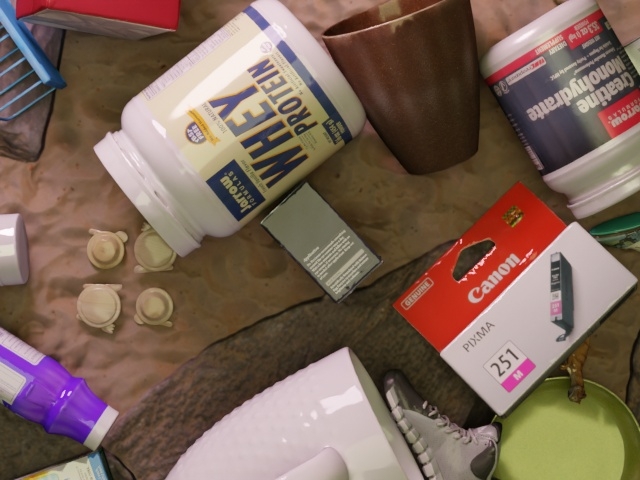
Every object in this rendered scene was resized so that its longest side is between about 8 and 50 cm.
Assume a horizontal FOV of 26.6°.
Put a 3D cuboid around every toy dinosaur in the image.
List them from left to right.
[{"bbox_3d":[0.375,0.138,1.988,0.112,0.064,0.212,21,71,-6],"label":"toy dinosaur"}]

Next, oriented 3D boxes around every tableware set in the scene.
[{"bbox_3d":[-0.281,0.055,1.979,0.141,0.020,0.169,6,92,0],"label":"tableware set"}]

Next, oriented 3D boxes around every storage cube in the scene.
[{"bbox_3d":[-0.304,-0.390,1.864,0.214,0.183,0.193,5,91,-26],"label":"storage cube"}]

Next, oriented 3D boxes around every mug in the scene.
[{"bbox_3d":[-0.048,0.339,1.817,0.328,0.374,0.276,-28,83,3],"label":"mug"}]

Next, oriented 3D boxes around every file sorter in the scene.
[{"bbox_3d":[-0.460,-0.265,1.921,0.104,0.118,0.170,-35,92,3],"label":"file sorter"}]

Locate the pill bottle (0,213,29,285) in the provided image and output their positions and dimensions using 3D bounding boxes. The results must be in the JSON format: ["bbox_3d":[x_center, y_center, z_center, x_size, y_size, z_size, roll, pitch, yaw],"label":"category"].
[{"bbox_3d":[-0.543,0.023,1.910,0.245,0.136,0.136,-5,91,-2],"label":"pill bottle"}]

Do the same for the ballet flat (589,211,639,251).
[{"bbox_3d":[0.488,-0.018,1.984,0.188,0.070,0.070,-21,92,2],"label":"ballet flat"}]

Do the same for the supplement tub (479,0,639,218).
[{"bbox_3d":[0.365,-0.188,1.911,0.191,0.191,0.272,-31,91,-1],"label":"supplement tub"}]

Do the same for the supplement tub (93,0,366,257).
[{"bbox_3d":[-0.126,-0.153,1.873,0.325,0.235,0.235,-39,92,-1],"label":"supplement tub"}]

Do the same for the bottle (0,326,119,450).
[{"bbox_3d":[-0.423,0.199,1.927,0.282,0.118,0.092,33,87,-3],"label":"bottle"}]

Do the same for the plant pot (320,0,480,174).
[{"bbox_3d":[0.139,-0.218,1.910,0.215,0.215,0.230,-20,105,-1],"label":"plant pot"}]

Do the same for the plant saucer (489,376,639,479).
[{"bbox_3d":[0.356,0.319,1.995,0.240,0.037,0.241,0,90,-2],"label":"plant saucer"}]

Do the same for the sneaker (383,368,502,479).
[{"bbox_3d":[0.191,0.268,1.951,0.132,0.086,0.229,-27,94,15],"label":"sneaker"}]

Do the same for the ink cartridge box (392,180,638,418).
[{"bbox_3d":[0.274,0.076,1.938,0.275,0.060,0.239,-44,72,-1],"label":"ink cartridge box"}]

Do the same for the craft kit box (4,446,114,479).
[{"bbox_3d":[-0.394,0.458,1.965,0.246,0.061,0.250,-19,91,-4],"label":"craft kit box"}]

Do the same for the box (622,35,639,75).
[{"bbox_3d":[0.493,-0.255,1.965,0.101,0.087,0.102,-31,91,-2],"label":"box"}]

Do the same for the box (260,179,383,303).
[{"bbox_3d":[0.000,0.000,1.919,0.093,0.156,0.158,-43,92,0],"label":"box"}]
